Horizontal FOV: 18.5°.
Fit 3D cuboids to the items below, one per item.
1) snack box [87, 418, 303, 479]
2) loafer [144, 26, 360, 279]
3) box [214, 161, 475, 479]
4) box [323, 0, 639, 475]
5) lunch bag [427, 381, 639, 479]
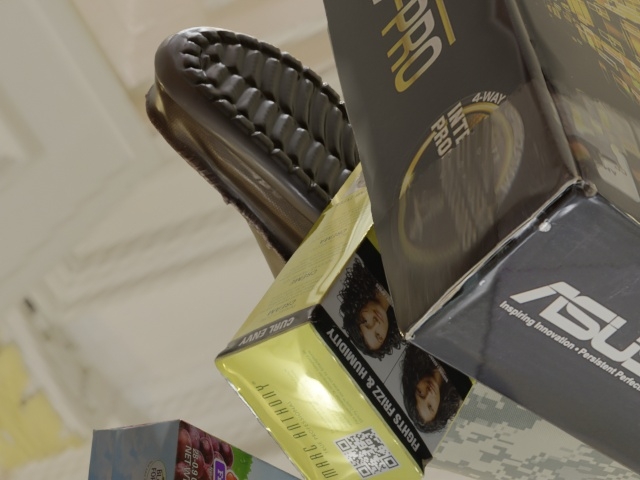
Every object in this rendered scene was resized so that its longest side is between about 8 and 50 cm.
[{"bbox_3d":[-0.057,0.217,1.152,0.070,0.207,0.174,-9,-115,29],"label":"snack box"},{"bbox_3d":[0.000,0.000,1.423,0.130,0.366,0.134,-37,-161,31],"label":"loafer"},{"bbox_3d":[0.043,0.009,0.859,0.058,0.087,0.232,-25,-162,37],"label":"box"},{"bbox_3d":[0.176,-0.006,0.832,0.097,0.395,0.318,-43,-147,27],"label":"box"},{"bbox_3d":[0.156,0.061,1.254,0.305,0.256,0.212,18,-144,-8],"label":"lunch bag"}]
